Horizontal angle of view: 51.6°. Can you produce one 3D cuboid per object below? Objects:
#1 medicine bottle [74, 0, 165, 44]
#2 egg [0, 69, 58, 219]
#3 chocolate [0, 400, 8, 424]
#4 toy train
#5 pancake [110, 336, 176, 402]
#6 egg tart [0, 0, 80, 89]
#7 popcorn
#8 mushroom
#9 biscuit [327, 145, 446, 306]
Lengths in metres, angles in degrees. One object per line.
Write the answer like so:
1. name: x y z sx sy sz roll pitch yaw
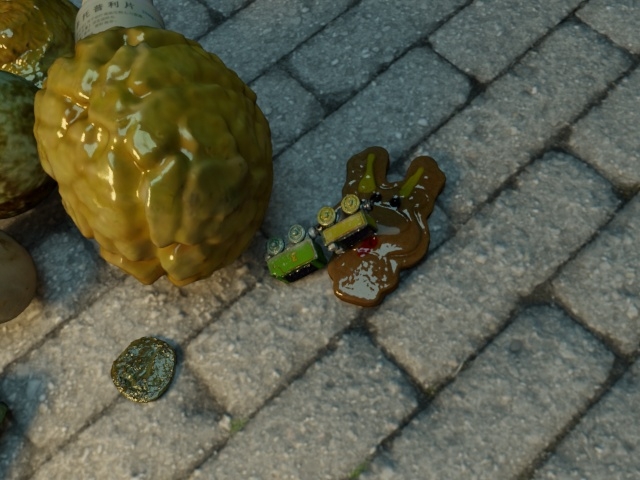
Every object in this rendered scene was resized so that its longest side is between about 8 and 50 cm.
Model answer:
1. medicine bottle: -0.369 -0.363 1.237 0.170 0.170 0.293 -13 59 -1
2. egg: -0.545 -0.145 1.072 0.289 0.238 0.238 -27 56 37
3. chocolate: -0.553 0.359 0.944 0.110 0.110 0.291 11 68 10
4. toy train: 0.000 0.000 1.061 0.202 0.060 0.081 -28 65 17
5. pancake: -0.275 0.202 1.040 0.108 0.017 0.108 0 64 1
6. egg tart: -0.628 -0.390 1.287 0.339 0.153 0.352 -5 58 7
7. popcorn: -0.232 -0.130 1.015 0.344 0.390 0.354 -29 38 -27
8. mushroom: -0.570 0.081 1.049 0.207 0.207 0.215 35 104 19
9. biscuit: 0.100 -0.029 1.109 0.185 0.044 0.295 10 65 12
